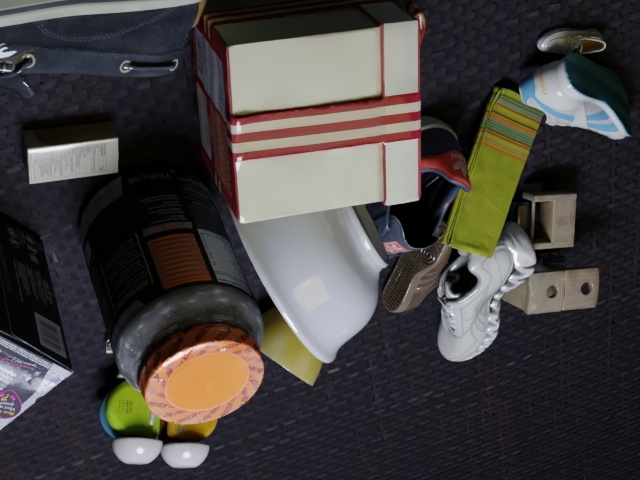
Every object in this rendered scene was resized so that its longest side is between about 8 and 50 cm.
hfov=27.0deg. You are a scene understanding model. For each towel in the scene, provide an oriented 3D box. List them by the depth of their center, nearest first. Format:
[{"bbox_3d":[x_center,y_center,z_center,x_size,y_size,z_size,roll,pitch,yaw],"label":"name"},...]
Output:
[{"bbox_3d":[0.250,-0.095,1.901,0.102,0.021,0.237,16,95,-35],"label":"towel"}]

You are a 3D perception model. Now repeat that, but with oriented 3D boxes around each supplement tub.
[{"bbox_3d":[-0.189,0.070,1.719,0.194,0.316,0.193,-13,136,-13],"label":"supplement tub"}]

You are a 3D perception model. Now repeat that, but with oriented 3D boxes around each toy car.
[{"bbox_3d":[-0.255,0.264,2.028,0.182,0.159,0.136,11,163,-33],"label":"toy car"}]

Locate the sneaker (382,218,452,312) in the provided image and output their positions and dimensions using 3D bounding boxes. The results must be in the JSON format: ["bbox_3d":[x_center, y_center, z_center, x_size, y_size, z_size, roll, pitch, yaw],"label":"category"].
[{"bbox_3d":[0.162,0.034,2.049,0.071,0.066,0.188,-7,142,-43],"label":"sneaker"}]

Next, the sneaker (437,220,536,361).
[{"bbox_3d":[0.225,0.088,2.062,0.118,0.110,0.292,-15,144,-29],"label":"sneaker"}]

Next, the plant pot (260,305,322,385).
[{"bbox_3d":[-0.040,0.143,2.016,0.095,0.134,0.134,-55,135,-4],"label":"plant pot"}]

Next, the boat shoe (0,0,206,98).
[{"bbox_3d":[-0.359,-0.231,1.445,0.500,0.187,0.156,-9,129,-25],"label":"boat shoe"}]

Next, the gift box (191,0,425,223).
[{"bbox_3d":[-0.011,-0.194,1.603,0.258,0.276,0.255,-8,122,-13],"label":"gift box"}]

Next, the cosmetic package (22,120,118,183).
[{"bbox_3d":[-0.315,-0.112,1.683,0.115,0.041,0.060,-8,134,-19],"label":"cosmetic package"}]

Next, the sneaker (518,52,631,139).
[{"bbox_3d":[0.370,-0.199,1.898,0.092,0.087,0.229,-18,153,35],"label":"sneaker"}]

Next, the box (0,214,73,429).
[{"bbox_3d":[-0.432,0.088,1.673,0.142,0.247,0.163,-37,136,15],"label":"box"}]

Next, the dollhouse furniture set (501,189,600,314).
[{"bbox_3d":[0.351,0.006,2.080,0.129,0.129,0.183,-4,104,-23],"label":"dollhouse furniture set"}]

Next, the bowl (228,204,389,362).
[{"bbox_3d":[0.000,0.000,1.746,0.134,0.298,0.298,-27,138,8],"label":"bowl"}]

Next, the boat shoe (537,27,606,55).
[{"bbox_3d":[0.349,-0.271,1.843,0.100,0.035,0.035,-5,133,-22],"label":"boat shoe"}]

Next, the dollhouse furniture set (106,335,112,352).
[{"bbox_3d":[-0.256,0.133,1.922,0.091,0.081,0.114,-6,134,-20],"label":"dollhouse furniture set"}]

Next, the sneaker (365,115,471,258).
[{"bbox_3d":[0.077,-0.011,1.888,0.131,0.148,0.350,20,122,-38],"label":"sneaker"}]
